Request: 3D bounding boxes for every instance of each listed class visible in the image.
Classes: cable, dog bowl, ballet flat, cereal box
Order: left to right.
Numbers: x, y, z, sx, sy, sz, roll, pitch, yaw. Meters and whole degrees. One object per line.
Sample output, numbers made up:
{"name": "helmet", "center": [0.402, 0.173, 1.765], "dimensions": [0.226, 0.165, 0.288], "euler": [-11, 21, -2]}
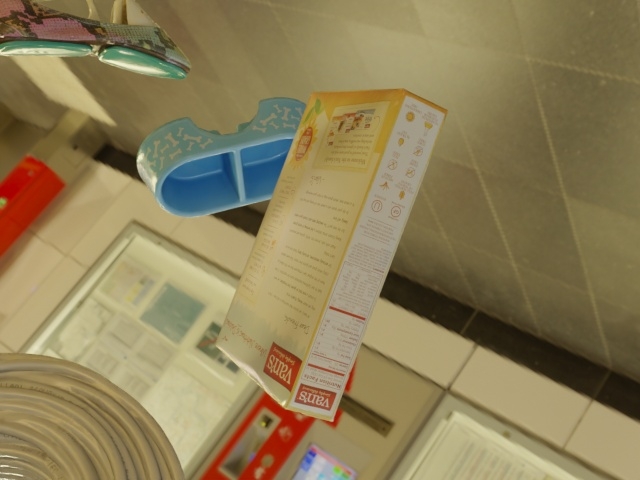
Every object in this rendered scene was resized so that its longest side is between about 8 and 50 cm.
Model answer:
{"name": "cable", "center": [-0.212, 0.194, 0.514], "dimensions": [0.257, 0.257, 0.089], "euler": [22, 139, 12]}
{"name": "ballet flat", "center": [-0.238, -0.225, 0.869], "dimensions": [0.221, 0.079, 0.077], "euler": [2, 176, -33]}
{"name": "dog bowl", "center": [-0.134, -0.124, 1.289], "dimensions": [0.166, 0.297, 0.074], "euler": [89, 162, -52]}
{"name": "cereal box", "center": [0.000, 0.000, 0.648], "dimensions": [0.047, 0.240, 0.173], "euler": [20, -179, -26]}
